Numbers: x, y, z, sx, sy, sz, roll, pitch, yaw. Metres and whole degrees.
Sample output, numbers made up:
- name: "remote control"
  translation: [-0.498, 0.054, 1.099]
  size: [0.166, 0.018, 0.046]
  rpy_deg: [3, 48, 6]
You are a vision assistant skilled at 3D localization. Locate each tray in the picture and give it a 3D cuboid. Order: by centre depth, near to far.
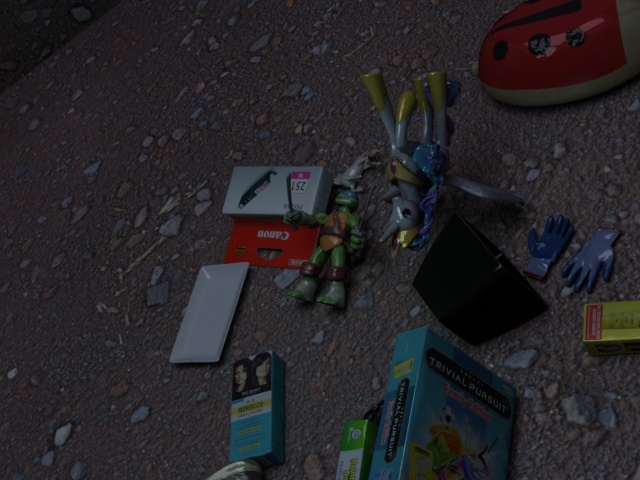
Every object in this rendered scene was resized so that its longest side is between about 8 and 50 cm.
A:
- name: "tray"
  translation: [-0.255, 0.174, 2.253]
  size: [0.145, 0.030, 0.270]
  rpy_deg: [-5, 53, 29]

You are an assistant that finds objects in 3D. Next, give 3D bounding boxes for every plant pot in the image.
- name: "plant pot"
  translation: [0.295, 0.090, 1.870]
  size: [0.167, 0.188, 0.187]
  rpy_deg: [-44, 43, 10]

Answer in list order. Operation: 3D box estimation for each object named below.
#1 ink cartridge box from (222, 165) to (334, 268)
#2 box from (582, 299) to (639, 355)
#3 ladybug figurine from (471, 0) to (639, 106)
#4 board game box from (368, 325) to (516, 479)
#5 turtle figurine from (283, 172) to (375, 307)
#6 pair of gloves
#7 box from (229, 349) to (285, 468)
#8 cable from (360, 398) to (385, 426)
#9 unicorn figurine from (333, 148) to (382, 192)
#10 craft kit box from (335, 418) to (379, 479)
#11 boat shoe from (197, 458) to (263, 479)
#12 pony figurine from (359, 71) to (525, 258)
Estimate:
- name: "ink cartridge box"
  translation: [-0.118, -0.059, 2.293]
  size: [0.275, 0.060, 0.239]
  rpy_deg: [3, 71, 35]
- name: "box"
  translation: [0.592, 0.152, 1.707]
  size: [0.232, 0.058, 0.087]
  rpy_deg: [-6, 53, 29]
- name: "ladybug figurine"
  translation: [0.550, -0.457, 2.160]
  size: [0.449, 0.162, 0.305]
  rpy_deg: [-16, 48, 22]
- name: "board game box"
  translation: [0.213, 0.355, 1.635]
  size: [0.079, 0.254, 0.336]
  rpy_deg: [-22, 43, 44]
- name: "turtle figurine"
  translation: [0.000, 0.000, 2.087]
  size: [0.197, 0.275, 0.266]
  rpy_deg: [13, 83, 4]
- name: "pair of gloves"
  translation: [0.494, 0.024, 1.902]
  size: [0.198, 0.023, 0.159]
  rpy_deg: [15, 62, 39]
- name: "box"
  translation: [-0.131, 0.356, 2.001]
  size: [0.100, 0.060, 0.244]
  rpy_deg: [-19, 47, 19]
- name: "cable"
  translation: [0.131, 0.368, 1.833]
  size: [0.184, 0.047, 0.150]
  rpy_deg: [-25, 45, 14]
- name: "unicorn figurine"
  translation: [0.076, -0.159, 2.300]
  size: [0.162, 0.060, 0.111]
  rpy_deg: [-37, 27, -20]
- name: "craft kit box"
  translation: [0.108, 0.468, 1.620]
  size: [0.061, 0.250, 0.247]
  rpy_deg: [-17, 48, 31]
- name: "boat shoe"
  translation: [-0.236, 0.536, 1.893]
  size: [0.285, 0.103, 0.092]
  rpy_deg: [-28, 40, 2]
- name: "pony figurine"
  translation: [0.220, -0.158, 1.968]
  size: [0.302, 0.351, 0.363]
  rpy_deg: [-1, 95, 40]
